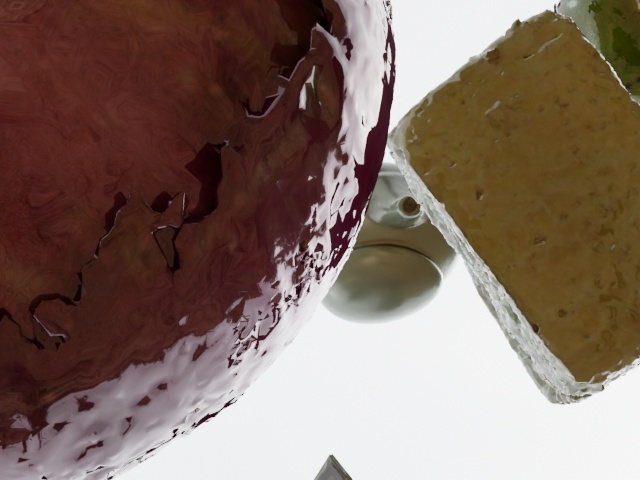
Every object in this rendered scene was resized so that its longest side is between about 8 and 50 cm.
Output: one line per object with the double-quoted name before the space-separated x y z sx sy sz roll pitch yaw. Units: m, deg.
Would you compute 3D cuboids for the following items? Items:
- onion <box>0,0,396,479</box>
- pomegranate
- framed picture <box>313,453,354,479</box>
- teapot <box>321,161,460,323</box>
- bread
"onion" -0.144 -0.061 0.504 0.358 0.345 0.358 -4 -104 16
"pomegranate" 0.273 -0.181 1.058 0.159 0.205 0.159 1 -109 -3
"framed picture" 0.041 0.369 1.384 0.010 0.173 0.231 -5 -134 -46
"teapot" 0.008 0.023 1.471 0.318 0.149 0.220 -18 -41 15
"bread" 0.138 -0.016 0.723 0.138 0.102 0.196 -33 -104 -10
